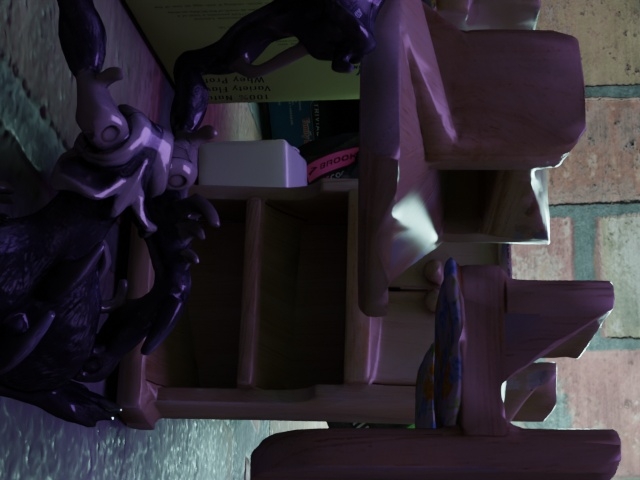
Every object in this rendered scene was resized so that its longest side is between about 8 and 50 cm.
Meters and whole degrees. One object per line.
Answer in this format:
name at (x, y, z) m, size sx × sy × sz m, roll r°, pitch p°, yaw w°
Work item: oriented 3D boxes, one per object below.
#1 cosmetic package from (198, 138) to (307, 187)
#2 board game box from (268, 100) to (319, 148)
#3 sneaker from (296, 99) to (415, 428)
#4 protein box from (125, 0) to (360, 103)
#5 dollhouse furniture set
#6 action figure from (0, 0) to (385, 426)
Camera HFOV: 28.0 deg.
cosmetic package at (-0.057, 0.035, 1.116) m, size 0.117 × 0.085 × 0.231 m, roll 40°, pitch 47°, yaw -80°
board game box at (0.002, -0.192, 1.574) m, size 0.336 × 0.079 × 0.254 m, roll -77°, pitch 164°, yaw -60°
sneaker at (0.039, 0.004, 1.238) m, size 0.202 × 0.185 × 0.483 m, roll 38°, pitch 34°, yaw -32°
protein box at (-0.025, -0.204, 0.952) m, size 0.201 × 0.199 × 0.136 m, roll 65°, pitch 25°, yaw -71°
dollhouse furniture set at (-0.004, -0.018, 0.719) m, size 0.394 × 0.256 × 0.362 m, roll 86°, pitch 5°, yaw -69°
action figure at (-0.100, -0.033, 0.511) m, size 0.164 × 0.276 × 0.141 m, roll 37°, pitch 8°, yaw -35°
